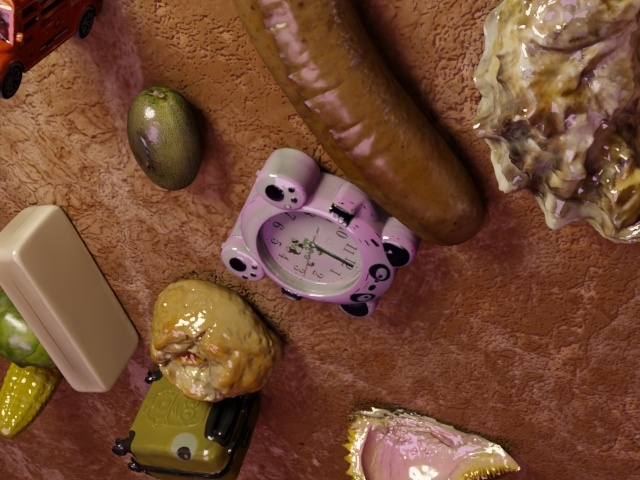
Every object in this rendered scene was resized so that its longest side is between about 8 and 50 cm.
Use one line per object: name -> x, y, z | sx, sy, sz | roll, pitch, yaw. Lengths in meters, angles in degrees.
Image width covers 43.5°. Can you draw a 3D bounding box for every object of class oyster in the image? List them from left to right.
oyster -> 0.280, -0.157, 0.873 | 0.238, 0.114, 0.351 | 9, 132, 16

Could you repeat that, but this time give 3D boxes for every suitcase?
suitcase -> -0.235, 0.348, 1.486 | 0.235, 0.193, 0.143 | 0, 137, 23

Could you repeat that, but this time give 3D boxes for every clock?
clock -> 0.000, 0.000, 1.151 | 0.248, 0.090, 0.227 | 27, 135, -4

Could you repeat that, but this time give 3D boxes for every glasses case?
glasses case -> -0.438, 0.107, 1.390 | 0.076, 0.144, 0.336 | -3, 127, 25

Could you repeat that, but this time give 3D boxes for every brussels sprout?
brussels sprout -> -0.529, 0.160, 1.469 | 0.162, 0.143, 0.180 | 26, 158, -3

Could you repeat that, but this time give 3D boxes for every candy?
candy -> -0.583, 0.299, 1.586 | 0.106, 0.198, 0.094 | 30, 140, -17

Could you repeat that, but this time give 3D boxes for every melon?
melon -> -0.215, -0.137, 1.112 | 0.099, 0.099, 0.162 | 10, 136, 14

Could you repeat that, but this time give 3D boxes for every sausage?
sausage -> 0.039, -0.172, 0.960 | 0.136, 0.123, 0.500 | -33, 115, 8

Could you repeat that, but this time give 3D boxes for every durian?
durian -> 0.189, 0.419, 1.442 | 0.305, 0.185, 0.195 | 7, 155, 7

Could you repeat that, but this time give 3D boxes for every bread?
bread -> -0.183, 0.181, 1.357 | 0.245, 0.134, 0.244 | 14, 134, 15

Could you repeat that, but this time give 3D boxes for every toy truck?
toy truck -> -0.363, -0.273, 0.947 | 0.108, 0.252, 0.114 | 22, 130, 3
